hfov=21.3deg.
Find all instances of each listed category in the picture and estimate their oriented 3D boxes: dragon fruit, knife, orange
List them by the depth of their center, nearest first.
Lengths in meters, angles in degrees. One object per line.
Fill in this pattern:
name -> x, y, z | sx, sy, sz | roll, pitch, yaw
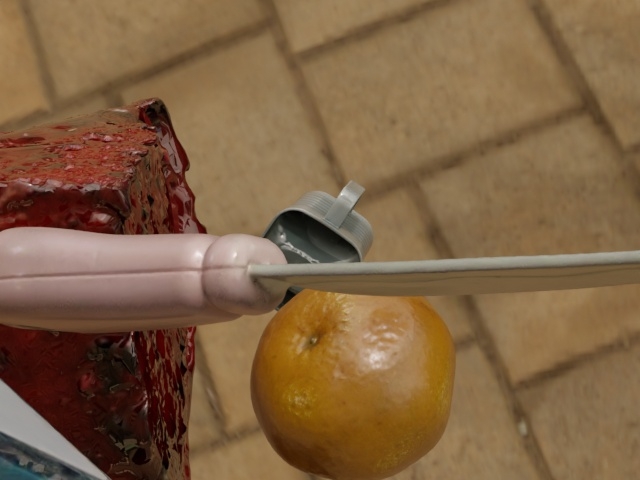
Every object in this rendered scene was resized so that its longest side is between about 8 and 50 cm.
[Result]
knife -> 0.007, 0.019, 0.659 | 0.336, 0.081, 0.043 | 0, 82, 31
dragon fruit -> -0.200, 0.041, 1.168 | 0.228, 0.286, 0.329 | -8, 23, 3
orange -> 0.027, 0.104, 1.241 | 0.159, 0.136, 0.159 | -22, 46, 24

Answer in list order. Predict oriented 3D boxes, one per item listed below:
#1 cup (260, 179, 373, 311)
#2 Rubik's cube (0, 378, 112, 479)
cup -> 0.000, 0.000, 1.601 | 0.095, 0.129, 0.128 | 32, 105, 1
Rubik's cube -> -0.247, 0.044, 0.569 | 0.228, 0.233, 0.228 | -24, 5, -43
